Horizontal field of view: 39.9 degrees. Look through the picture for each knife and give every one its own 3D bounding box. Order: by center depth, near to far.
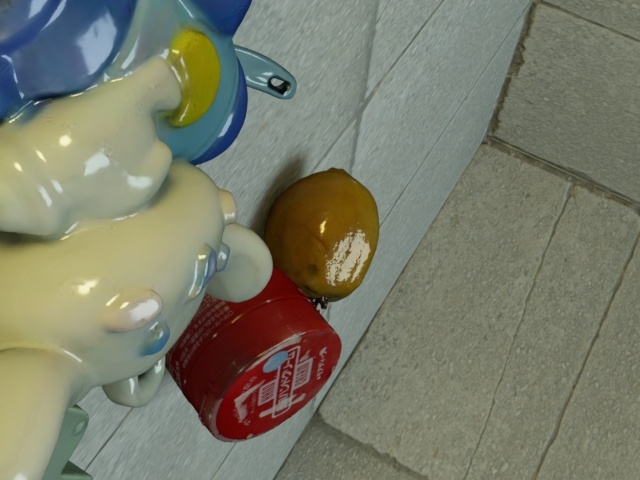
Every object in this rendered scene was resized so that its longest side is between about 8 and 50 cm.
[{"bbox_3d":[-0.110,-0.176,0.737,0.044,0.019,0.313,-46,148,19],"label":"knife"}]

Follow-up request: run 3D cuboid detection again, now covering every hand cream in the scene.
[{"bbox_3d":[-0.098,0.154,1.226,0.230,0.149,0.230,-31,147,-23],"label":"hand cream"}]

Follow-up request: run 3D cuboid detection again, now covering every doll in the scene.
[{"bbox_3d":[-0.123,-0.063,0.532,0.376,0.187,0.366,-96,-178,-73],"label":"doll"}]

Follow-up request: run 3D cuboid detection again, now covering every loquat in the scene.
[{"bbox_3d":[0.000,0.000,1.359,0.187,0.176,0.234,64,41,-80],"label":"loquat"}]

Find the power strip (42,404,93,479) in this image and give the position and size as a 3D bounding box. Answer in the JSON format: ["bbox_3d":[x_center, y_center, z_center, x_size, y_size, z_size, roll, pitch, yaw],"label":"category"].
[{"bbox_3d":[-0.298,0.250,0.826,0.230,0.141,0.261,-60,163,-10],"label":"power strip"}]
